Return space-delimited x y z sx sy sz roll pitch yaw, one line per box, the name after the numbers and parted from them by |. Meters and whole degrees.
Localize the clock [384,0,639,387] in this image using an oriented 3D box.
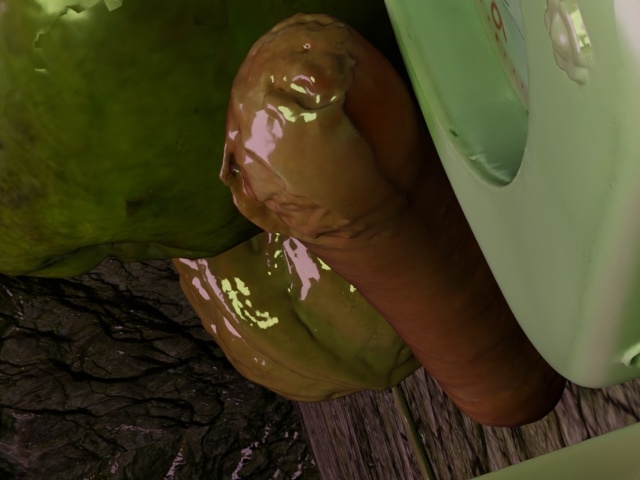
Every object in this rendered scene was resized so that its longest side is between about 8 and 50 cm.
0.086 -0.129 0.548 0.265 0.108 0.324 83 169 -63 | clock

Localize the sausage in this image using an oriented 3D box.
0.053 0.007 0.791 0.419 0.094 0.094 45 -161 -59 | sausage

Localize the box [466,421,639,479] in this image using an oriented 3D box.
0.131 0.285 0.719 0.143 0.225 0.341 -130 24 -71 | box

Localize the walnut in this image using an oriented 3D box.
0.000 0.000 1.140 0.224 0.257 0.257 -44 56 41 | walnut

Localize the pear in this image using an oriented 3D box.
-0.088 -0.179 0.819 0.352 0.352 0.413 -174 91 -83 | pear

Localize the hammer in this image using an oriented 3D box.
0.111 0.236 1.703 0.062 0.013 0.199 84 167 -62 | hammer
